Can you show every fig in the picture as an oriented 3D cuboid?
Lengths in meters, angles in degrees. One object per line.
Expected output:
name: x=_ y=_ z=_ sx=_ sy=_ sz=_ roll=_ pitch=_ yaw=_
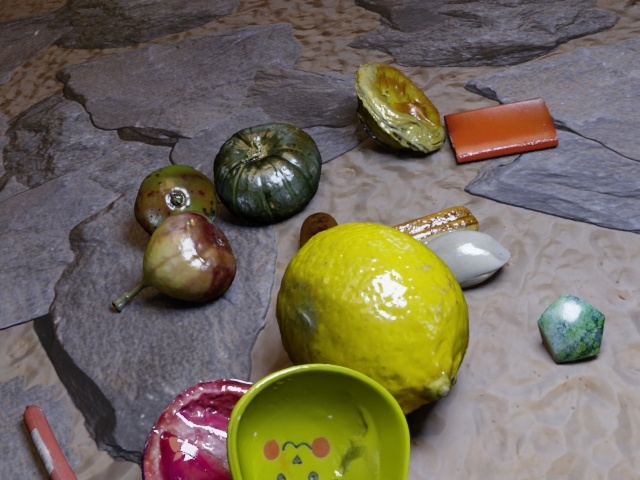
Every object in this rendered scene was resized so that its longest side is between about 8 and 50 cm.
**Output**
fig: x=-0.261 y=0.048 z=1.290 sx=0.230 sy=0.160 sz=0.143 roll=-24 pitch=-2 yaw=-11

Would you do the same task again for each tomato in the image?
tomato: x=-0.133 y=0.272 z=0.968 sx=0.173 sy=0.099 sz=0.189 roll=40 pitch=71 yaw=3

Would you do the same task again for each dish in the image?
dish: x=-0.012 y=0.282 z=0.887 sx=0.221 sy=0.108 sz=0.262 roll=2 pitch=75 yaw=-20

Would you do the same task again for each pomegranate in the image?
pomegranate: x=-0.282 y=-0.067 z=1.453 sx=0.159 sy=0.159 sz=0.205 roll=-25 pitch=12 yaw=-14

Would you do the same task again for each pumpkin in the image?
pumpkin: x=-0.104 y=-0.136 z=1.465 sx=0.223 sy=0.157 sz=0.224 roll=-9 pitch=49 yaw=10

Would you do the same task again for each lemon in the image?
lemon: x=0.074 y=0.105 z=1.023 sx=0.253 sy=0.253 sz=0.310 roll=-29 pitch=40 yaw=-19

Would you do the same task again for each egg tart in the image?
egg tart: x=0.154 y=-0.264 z=1.551 sx=0.106 sy=0.241 sz=0.241 roll=-44 pitch=22 yaw=34

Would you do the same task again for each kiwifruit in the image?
kiwifruit: x=0.000 y=0.000 z=1.326 sx=0.075 sy=0.075 sz=0.124 roll=-12 pitch=40 yaw=2

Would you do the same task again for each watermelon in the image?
watermelon: x=0.348 y=0.121 z=1.062 sx=0.084 sy=0.092 sz=0.072 roll=-10 pitch=-3 yaw=-9

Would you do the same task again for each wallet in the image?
wallet: x=0.360 y=-0.220 z=1.513 sx=0.204 sy=0.045 sz=0.142 roll=-10 pitch=47 yaw=4

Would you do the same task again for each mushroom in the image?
mushroom: x=0.197 y=0.029 z=1.210 sx=0.212 sy=0.088 sz=0.097 roll=-5 pitch=49 yaw=16

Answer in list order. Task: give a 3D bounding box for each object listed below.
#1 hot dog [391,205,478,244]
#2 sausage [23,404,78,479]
hot dog: x=0.196 y=-0.015 z=1.304 sx=0.165 sy=0.045 sz=0.071 roll=-17 pitch=35 yaw=-4
sausage: x=-0.384 y=0.309 z=1.080 sx=0.034 sy=0.034 sz=0.253 roll=-30 pitch=40 yaw=-20
